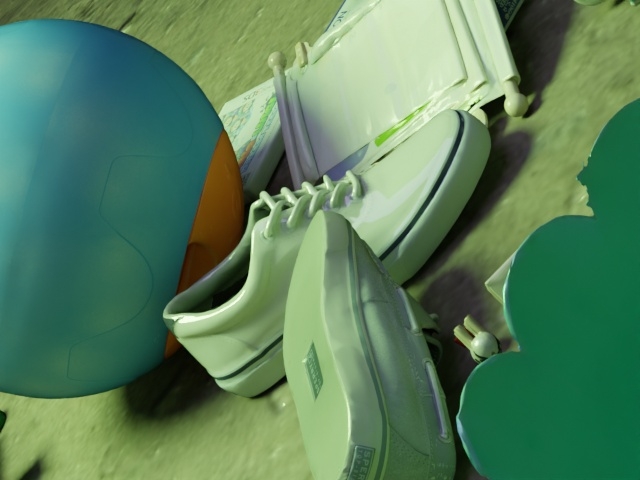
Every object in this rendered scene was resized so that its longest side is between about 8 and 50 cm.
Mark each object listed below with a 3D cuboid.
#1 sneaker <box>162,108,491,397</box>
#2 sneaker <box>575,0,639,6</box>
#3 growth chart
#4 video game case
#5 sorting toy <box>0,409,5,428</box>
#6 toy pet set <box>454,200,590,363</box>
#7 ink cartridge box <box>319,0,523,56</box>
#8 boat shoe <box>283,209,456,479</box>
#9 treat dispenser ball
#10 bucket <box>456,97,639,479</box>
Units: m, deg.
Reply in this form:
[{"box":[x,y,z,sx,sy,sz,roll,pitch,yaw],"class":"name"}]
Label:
[{"box":[0.000,0.000,0.980,0.258,0.091,0.094,-45,25,15],"class":"sneaker"},{"box":[0.218,-0.185,0.915,0.083,0.071,0.190,-65,18,-16],"class":"sneaker"},{"box":[0.047,-0.109,1.073,0.237,0.021,0.172,-27,61,41],"class":"growth chart"},{"box":[-0.070,-0.083,1.322,0.143,0.019,0.157,-21,37,49],"class":"video game case"},{"box":[-0.389,0.176,1.474,0.274,0.046,0.132,-29,31,41],"class":"sorting toy"},{"box":[0.131,0.029,0.778,0.122,0.065,0.114,-47,-11,1],"class":"toy pet set"},{"box":[0.111,-0.231,1.183,0.224,0.045,0.223,-2,53,60],"class":"ink cartridge box"},{"box":[0.030,0.066,0.857,0.227,0.081,0.079,-101,29,-54],"class":"boat shoe"},{"box":[-0.202,-0.024,1.131,0.288,0.288,0.288,-40,26,23],"class":"treat dispenser ball"},{"box":[0.200,0.049,0.442,0.281,0.183,0.281,-39,26,23],"class":"bucket"}]
